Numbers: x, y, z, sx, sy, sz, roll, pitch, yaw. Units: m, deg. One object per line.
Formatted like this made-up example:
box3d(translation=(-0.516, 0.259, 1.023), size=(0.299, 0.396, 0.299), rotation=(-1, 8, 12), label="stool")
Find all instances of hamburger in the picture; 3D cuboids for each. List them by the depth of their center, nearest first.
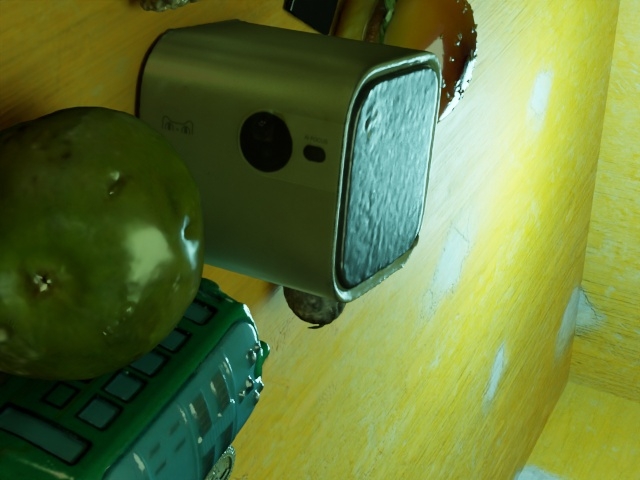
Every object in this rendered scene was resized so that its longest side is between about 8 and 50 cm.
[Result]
box3d(translation=(0.132, -0.271, 1.569), size=(0.246, 0.169, 0.246), rotation=(-48, 148, -45), label="hamburger")

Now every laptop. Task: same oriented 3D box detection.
box3d(translation=(0.008, -0.372, 1.427), size=(0.135, 0.016, 0.197), rotation=(12, 94, -67), label="laptop")

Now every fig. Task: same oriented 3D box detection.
box3d(translation=(-0.210, -0.030, 0.965), size=(0.314, 0.233, 0.233), rotation=(-91, 174, -47), label="fig")

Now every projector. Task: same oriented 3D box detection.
box3d(translation=(-0.032, -0.096, 1.213), size=(0.248, 0.249, 0.249), rotation=(-29, 128, -58), label="projector")

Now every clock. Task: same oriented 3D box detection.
box3d(translation=(-0.139, 0.317, 1.525), size=(0.083, 0.010, 0.074), rotation=(-41, 139, -53), label="clock")

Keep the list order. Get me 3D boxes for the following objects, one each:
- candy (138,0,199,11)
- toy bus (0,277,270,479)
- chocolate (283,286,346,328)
box3d(translation=(-0.137, -0.276, 1.092), size=(0.110, 0.085, 0.095), rotation=(-24, 117, -47), label="candy")
box3d(translation=(-0.197, 0.171, 1.078), size=(0.343, 0.199, 0.184), rotation=(-50, 146, -47), label="toy bus")
box3d(translation=(0.000, 0.000, 1.519), size=(0.110, 0.110, 0.248), rotation=(-32, 136, -57), label="chocolate")
